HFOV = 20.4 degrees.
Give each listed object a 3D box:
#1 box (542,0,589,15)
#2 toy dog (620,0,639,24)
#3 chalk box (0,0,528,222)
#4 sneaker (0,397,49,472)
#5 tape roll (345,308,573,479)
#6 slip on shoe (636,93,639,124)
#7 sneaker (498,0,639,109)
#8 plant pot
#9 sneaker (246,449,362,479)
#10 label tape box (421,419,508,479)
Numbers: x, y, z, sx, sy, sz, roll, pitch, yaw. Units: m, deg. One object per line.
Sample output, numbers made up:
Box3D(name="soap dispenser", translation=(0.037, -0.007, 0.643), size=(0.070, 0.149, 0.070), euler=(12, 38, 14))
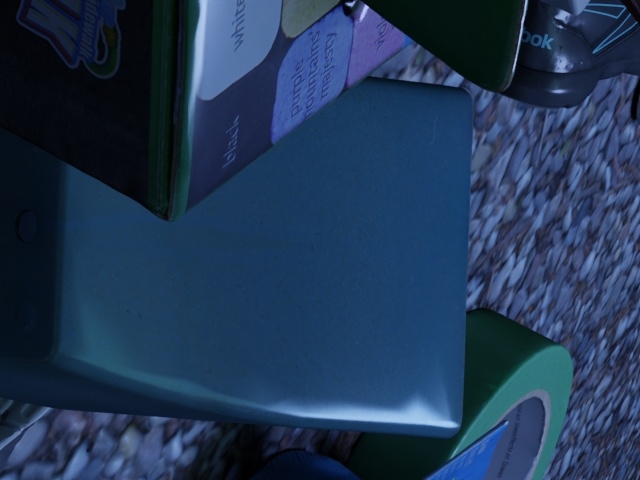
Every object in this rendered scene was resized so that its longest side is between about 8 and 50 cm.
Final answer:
Box3D(name="box", translation=(0.070, -0.228, 0.843), size=(0.119, 0.181, 0.182), euler=(-56, 156, -17))
Box3D(name="toy dog", translation=(0.197, -0.261, 1.065), size=(0.333, 0.220, 0.161), euler=(-50, 119, -10))
Box3D(name="chalk box", translation=(-0.049, -0.144, 0.548), size=(0.179, 0.289, 0.180), euler=(-41, 149, -41))
Box3D(name="sneaker", translation=(-0.172, 0.091, 0.868), size=(0.158, 0.061, 0.065), euler=(-58, -176, -8))
Box3D(name="tape roll", translation=(0.107, 0.217, 1.542), size=(0.321, 0.077, 0.321), euler=(-45, 151, -34))
Box3D(name="slip on shoe", translation=(0.419, -0.213, 1.696), size=(0.331, 0.101, 0.123), euler=(-52, 153, -27))
Box3D(name="sneaker", translation=(0.213, -0.173, 1.308), size=(0.267, 0.101, 0.106), euler=(-29, 138, -53))
Box3D(name="plant pot", translation=(-0.067, 0.001, 0.789), size=(0.234, 0.165, 0.165), euler=(8, 84, -52))
Box3D(name="sneaker", translation=(-0.033, 0.216, 1.253), size=(0.229, 0.087, 0.092), euler=(-12, 136, -55))
Box3D(name="label tape box", translation=(0.020, 0.296, 1.231), size=(0.348, 0.115, 0.249), euler=(-38, 165, -13))
